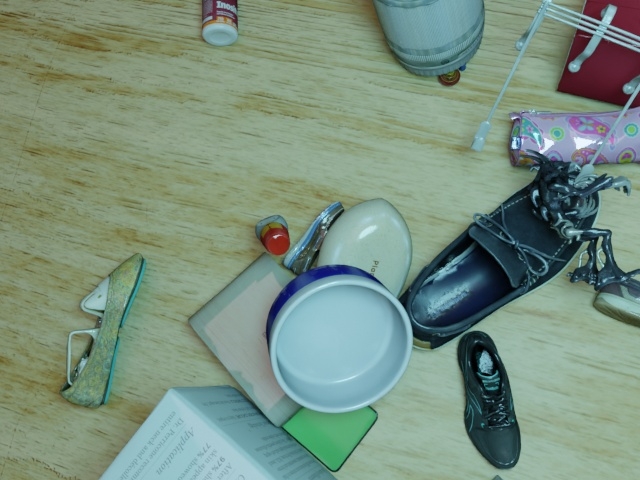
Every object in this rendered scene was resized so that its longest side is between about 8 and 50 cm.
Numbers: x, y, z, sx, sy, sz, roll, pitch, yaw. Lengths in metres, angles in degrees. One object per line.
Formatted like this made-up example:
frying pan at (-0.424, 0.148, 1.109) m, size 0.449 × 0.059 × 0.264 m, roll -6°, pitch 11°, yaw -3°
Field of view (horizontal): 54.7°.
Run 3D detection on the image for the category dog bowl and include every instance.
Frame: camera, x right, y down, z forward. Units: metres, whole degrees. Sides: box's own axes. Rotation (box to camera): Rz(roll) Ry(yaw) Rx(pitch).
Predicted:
dog bowl at (0.032, 0.182, 1.161) m, size 0.265 × 0.104 × 0.264 m, roll -3°, pitch 106°, yaw -10°

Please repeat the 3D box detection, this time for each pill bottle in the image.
pill bottle at (-0.242, -0.556, 1.490) m, size 0.086 × 0.086 × 0.151 m, roll -5°, pitch 77°, yaw 9°

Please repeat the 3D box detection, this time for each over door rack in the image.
over door rack at (0.458, -0.280, 1.161) m, size 0.240 × 0.108 × 0.324 m, roll 25°, pitch 115°, yaw 7°

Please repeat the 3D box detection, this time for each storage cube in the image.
storage cube at (0.609, -0.400, 1.244) m, size 0.193 × 0.215 × 0.183 m, roll 18°, pitch 73°, yaw 15°

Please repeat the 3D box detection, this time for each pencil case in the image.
pencil case at (0.528, -0.210, 1.261) m, size 0.284 × 0.124 × 0.124 m, roll 0°, pitch 77°, yaw 9°

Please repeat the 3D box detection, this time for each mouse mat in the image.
mouse mat at (0.004, 0.360, 1.280) m, size 0.190 × 0.007 × 0.152 m, roll 37°, pitch 86°, yaw 17°

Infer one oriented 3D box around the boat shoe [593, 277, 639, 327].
boat shoe at (0.673, 0.135, 1.163) m, size 0.285 × 0.103 × 0.092 m, roll 19°, pitch 81°, yaw 24°

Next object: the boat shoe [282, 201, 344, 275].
boat shoe at (0.000, 0.000, 1.338) m, size 0.066 × 0.066 × 0.183 m, roll 39°, pitch 96°, yaw 11°

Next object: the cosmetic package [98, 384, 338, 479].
cosmetic package at (-0.170, 0.511, 1.110) m, size 0.394 × 0.327 × 0.329 m, roll 38°, pitch 86°, yaw 16°

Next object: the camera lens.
camera lens at (0.222, -0.504, 1.280) m, size 0.220 × 0.274 × 0.219 m, roll -8°, pitch 64°, yaw 17°

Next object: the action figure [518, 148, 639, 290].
action figure at (0.465, -0.055, 1.109) m, size 0.141 × 0.164 × 0.275 m, roll -24°, pitch 85°, yaw -5°

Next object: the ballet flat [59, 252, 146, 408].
ballet flat at (-0.476, 0.185, 1.337) m, size 0.123 × 0.123 × 0.348 m, roll 13°, pitch 83°, yaw 12°

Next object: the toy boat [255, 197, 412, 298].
toy boat at (0.026, 0.022, 1.249) m, size 0.319 × 0.148 × 0.267 m, roll 17°, pitch 101°, yaw -15°

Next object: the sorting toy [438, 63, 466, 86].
sorting toy at (0.295, -0.396, 1.384) m, size 0.061 × 0.042 × 0.101 m, roll 1°, pitch 77°, yaw 10°

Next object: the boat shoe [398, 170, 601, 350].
boat shoe at (0.356, 0.033, 1.219) m, size 0.500 × 0.156 × 0.186 m, roll -37°, pitch 73°, yaw -2°

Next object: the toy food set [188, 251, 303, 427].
toy food set at (-0.103, 0.202, 1.302) m, size 0.220 × 0.092 × 0.306 m, roll -41°, pitch 77°, yaw -8°

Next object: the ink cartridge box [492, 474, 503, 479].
ink cartridge box at (0.280, 0.546, 1.104) m, size 0.237 × 0.172 × 0.100 m, roll -45°, pitch 74°, yaw -2°

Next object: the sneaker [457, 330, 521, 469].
sneaker at (0.320, 0.306, 1.188) m, size 0.101 × 0.106 × 0.267 m, roll -14°, pitch 77°, yaw 5°
